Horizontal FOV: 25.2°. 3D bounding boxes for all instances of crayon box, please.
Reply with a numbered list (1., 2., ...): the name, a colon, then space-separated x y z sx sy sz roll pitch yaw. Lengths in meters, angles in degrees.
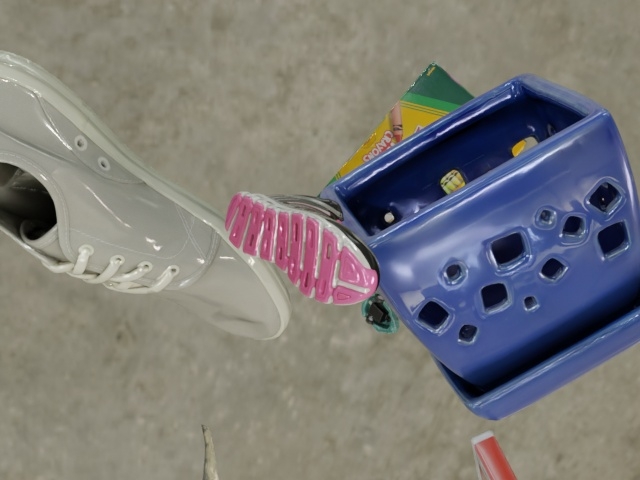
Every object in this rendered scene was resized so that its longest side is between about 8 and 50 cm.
1. crayon box: 0.115 -0.072 1.859 0.165 0.081 0.278 40 80 -2

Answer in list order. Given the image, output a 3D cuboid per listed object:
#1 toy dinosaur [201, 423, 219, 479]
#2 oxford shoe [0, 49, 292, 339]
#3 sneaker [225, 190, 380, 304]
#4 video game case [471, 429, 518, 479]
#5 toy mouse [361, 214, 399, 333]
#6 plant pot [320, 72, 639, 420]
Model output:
1. toy dinosaur: -0.105 0.364 1.730 0.118 0.268 0.064 10 16 28
2. oxford shoe: -0.203 -0.007 1.394 0.169 0.449 0.130 -11 51 41
3. sneaker: 0.000 0.000 1.116 0.074 0.063 0.170 -7 22 -38
4. video game case: 0.218 0.338 1.337 0.025 0.204 0.285 -24 56 -4
5. toy mouse: 0.081 0.052 1.710 0.031 0.143 0.161 -5 84 -42
6. plant pot: 0.160 0.009 1.253 0.236 0.236 0.212 -31 107 0
